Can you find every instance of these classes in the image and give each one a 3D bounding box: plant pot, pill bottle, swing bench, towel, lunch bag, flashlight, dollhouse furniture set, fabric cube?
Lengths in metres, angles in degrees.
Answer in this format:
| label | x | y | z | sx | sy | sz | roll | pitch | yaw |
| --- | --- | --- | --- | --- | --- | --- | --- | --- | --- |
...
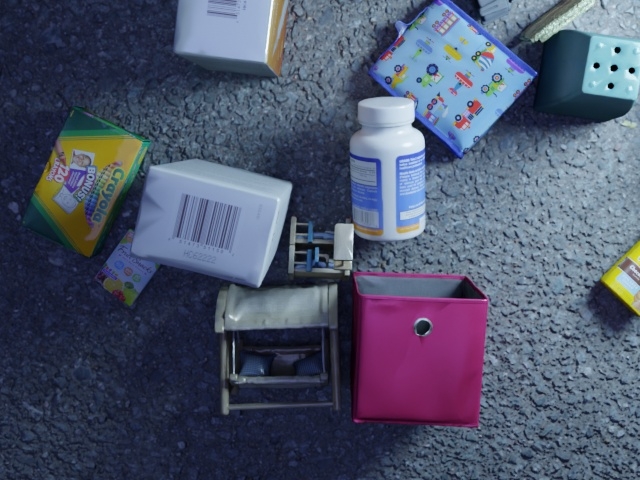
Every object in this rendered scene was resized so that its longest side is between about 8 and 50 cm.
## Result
| label | x | y | z | sx | sy | sz | roll | pitch | yaw |
| --- | --- | --- | --- | --- | --- | --- | --- | --- | --- |
| plant pot | 0.541 | -0.329 | 1.614 | 0.166 | 0.234 | 0.165 | 8 | 98 | 0 |
| pill bottle | 0.136 | -0.147 | 1.662 | 0.152 | 0.152 | 0.272 | -2 | 110 | 2 |
| swing bench | -0.085 | 0.220 | 1.734 | 0.253 | 0.165 | 0.254 | -3 | 97 | 2 |
| towel | 0.476 | -0.449 | 1.662 | 0.148 | 0.110 | 0.027 | -35 | 107 | 6 |
| lunch bag | 0.257 | -0.347 | 1.682 | 0.293 | 0.138 | 0.221 | 44 | 99 | 5 |
| flashlight | 0.456 | -0.535 | 1.662 | 0.304 | 0.103 | 0.103 | -26 | 54 | 8 |
| dollhouse furniture set | 0.000 | 0.000 | 1.678 | 0.129 | 0.183 | 0.129 | 2 | 74 | 0 |
| fabric cube | 0.189 | 0.214 | 1.680 | 0.254 | 0.259 | 0.258 | 3 | 98 | 0 |

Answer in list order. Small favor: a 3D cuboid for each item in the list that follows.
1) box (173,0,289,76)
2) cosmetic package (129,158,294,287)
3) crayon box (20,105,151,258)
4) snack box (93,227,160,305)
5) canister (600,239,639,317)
| label | x | y | z | sx | sy | sz | roll | pitch | yaw |
| --- | --- | --- | --- | --- | --- | --- | --- | --- | --- |
| box | -0.157 | -0.436 | 1.558 | 0.168 | 0.345 | 0.215 | 7 | 98 | 0 |
| cosmetic package | -0.187 | -0.049 | 1.555 | 0.230 | 0.453 | 0.161 | 14 | 98 | 0 |
| crayon box | -0.497 | -0.123 | 1.740 | 0.165 | 0.081 | 0.278 | 26 | 97 | -2 |
| snack box | -0.411 | 0.057 | 1.783 | 0.100 | 0.037 | 0.141 | 37 | 96 | -4 |
| canister | 0.698 | 0.065 | 1.743 | 0.126 | 0.073 | 0.170 | 43 | 98 | -4 |
